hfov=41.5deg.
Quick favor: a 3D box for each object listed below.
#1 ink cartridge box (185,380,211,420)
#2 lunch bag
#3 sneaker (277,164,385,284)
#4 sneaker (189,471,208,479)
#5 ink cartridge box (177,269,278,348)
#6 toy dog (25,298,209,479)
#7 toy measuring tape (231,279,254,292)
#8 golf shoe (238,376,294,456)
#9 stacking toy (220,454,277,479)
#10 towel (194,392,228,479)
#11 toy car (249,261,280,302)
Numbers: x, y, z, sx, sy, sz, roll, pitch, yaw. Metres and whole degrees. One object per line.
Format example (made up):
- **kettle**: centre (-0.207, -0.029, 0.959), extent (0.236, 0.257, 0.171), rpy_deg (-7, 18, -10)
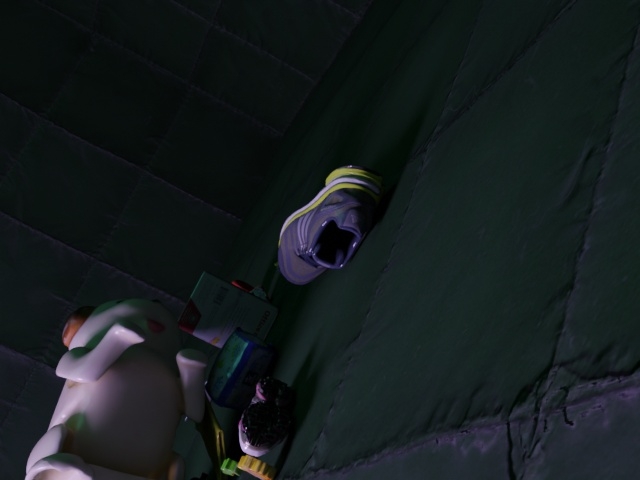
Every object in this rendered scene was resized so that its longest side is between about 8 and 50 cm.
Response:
- **ink cartridge box**: centre (-0.293, 0.398, 2.058), extent (0.115, 0.029, 0.063), rpy_deg (-54, 13, 45)
- **lunch bag**: centre (-0.148, 0.233, 1.536), extent (0.128, 0.096, 0.151), rpy_deg (-63, -1, -3)
- **sneaker**: centre (0.000, 0.000, 1.376), extent (0.300, 0.111, 0.121), rpy_deg (126, 164, -52)
- **sneaker**: centre (-0.271, 0.509, 1.521), extent (0.224, 0.083, 0.098), rpy_deg (-45, 6, 27)
- **ink cartridge box**: centre (-0.192, 0.157, 1.749), extent (0.127, 0.175, 0.072), rpy_deg (-62, 7, -2)
- **toy dog**: centre (-0.341, 0.287, 1.477), extent (0.395, 0.285, 0.408), rpy_deg (126, 153, -46)
- **toy measuring tape**: centre (-0.203, 0.167, 1.965), extent (0.121, 0.121, 0.330), rpy_deg (-61, 10, 10)
- **golf shoe**: centre (-0.080, 0.265, 1.189), extent (0.186, 0.067, 0.086), rpy_deg (-60, -8, -76)
- **stacking toy**: centre (-0.134, 0.389, 1.178), extent (0.167, 0.052, 0.221), rpy_deg (-64, 7, -22)
- **towel**: centre (-0.196, 0.330, 1.474), extent (0.237, 0.021, 0.102), rpy_deg (-147, 50, -69)
- **toy car**: centre (-0.106, 0.106, 1.912), extent (0.122, 0.060, 0.040), rpy_deg (-47, -36, -6)
